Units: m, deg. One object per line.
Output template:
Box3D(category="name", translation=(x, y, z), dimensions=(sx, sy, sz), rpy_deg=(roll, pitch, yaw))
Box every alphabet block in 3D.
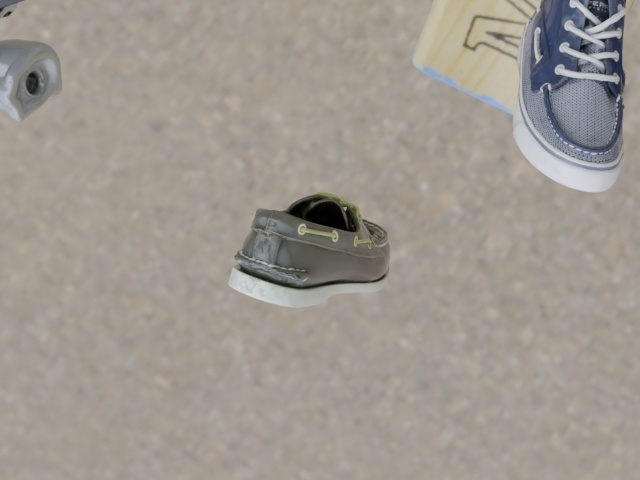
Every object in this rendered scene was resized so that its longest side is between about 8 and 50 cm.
Box3D(category="alphabet block", translation=(0.236, -0.266, 2.136), dimensions=(0.193, 0.192, 0.197), rpy_deg=(25, 131, 5))

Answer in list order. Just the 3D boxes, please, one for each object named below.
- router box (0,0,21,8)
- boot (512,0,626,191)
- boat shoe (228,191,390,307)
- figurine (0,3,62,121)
Box3D(category="router box", translation=(-0.210, -0.318, 1.512), dimensions=(0.309, 0.081, 0.243), rpy_deg=(-10, 107, 47))
Box3D(category="boot", translation=(0.160, -0.113, 1.236), dimensions=(0.069, 0.190, 0.086), rpy_deg=(10, 124, -10))
Box3D(category="boat shoe", translation=(0.004, 0.001, 2.040), dimensions=(0.109, 0.305, 0.091), rpy_deg=(19, 103, 20))
Box3D(category="figurine", translation=(-0.404, -0.233, 2.140), dimensions=(0.209, 0.092, 0.215), rpy_deg=(19, 152, 30))
